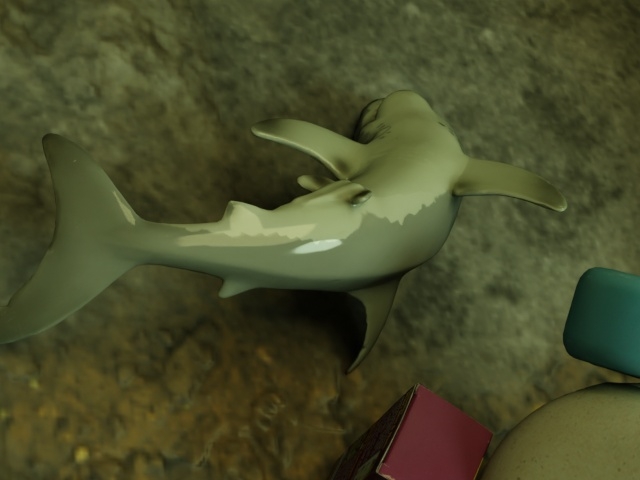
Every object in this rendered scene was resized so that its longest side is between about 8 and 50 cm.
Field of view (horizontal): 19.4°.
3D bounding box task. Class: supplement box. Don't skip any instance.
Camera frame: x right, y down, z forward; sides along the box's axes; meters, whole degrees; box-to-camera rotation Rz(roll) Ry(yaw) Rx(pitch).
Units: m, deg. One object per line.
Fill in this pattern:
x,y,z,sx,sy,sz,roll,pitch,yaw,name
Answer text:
0.033,0.111,0.835,0.043,0.083,0.055,34,51,-5,supplement box

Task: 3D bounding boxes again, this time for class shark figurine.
-0.003,0.012,0.876,0.166,0.116,0.278,28,31,34,shark figurine

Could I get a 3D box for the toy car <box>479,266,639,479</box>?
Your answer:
0.192,0.149,0.867,0.210,0.238,0.219,17,89,21,toy car
